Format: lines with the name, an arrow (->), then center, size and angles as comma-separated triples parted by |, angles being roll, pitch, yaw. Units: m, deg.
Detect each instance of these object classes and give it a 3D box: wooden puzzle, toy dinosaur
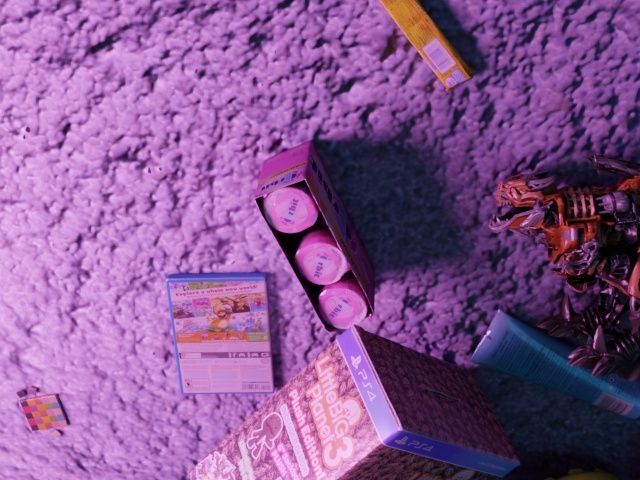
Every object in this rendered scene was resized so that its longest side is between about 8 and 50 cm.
wooden puzzle -> -0.356, 0.221, 1.240 | 0.049, 0.006, 0.083 | -9, 116, 7
toy dinosaur -> 0.337, 0.030, 1.038 | 0.321, 0.164, 0.218 | 20, 101, 16

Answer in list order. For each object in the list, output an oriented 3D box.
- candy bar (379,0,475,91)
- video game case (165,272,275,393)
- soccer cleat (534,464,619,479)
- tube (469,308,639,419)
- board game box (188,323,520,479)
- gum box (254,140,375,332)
candy bar -> 0.101, -0.219, 0.987 | 0.040, 0.018, 0.161 | -34, 111, 22
video game case -> -0.120, 0.115, 1.170 | 0.119, 0.015, 0.166 | -1, 117, 4
soccer cleat -> 0.267, 0.352, 1.155 | 0.289, 0.121, 0.093 | -6, 144, -36
tube -> 0.291, 0.153, 1.153 | 0.207, 0.052, 0.080 | 22, 111, -3
board game box -> 0.036, 0.264, 1.116 | 0.232, 0.141, 0.291 | 24, 120, -43
gum box -> 0.000, 0.000, 1.053 | 0.062, 0.107, 0.188 | -22, 114, 13
